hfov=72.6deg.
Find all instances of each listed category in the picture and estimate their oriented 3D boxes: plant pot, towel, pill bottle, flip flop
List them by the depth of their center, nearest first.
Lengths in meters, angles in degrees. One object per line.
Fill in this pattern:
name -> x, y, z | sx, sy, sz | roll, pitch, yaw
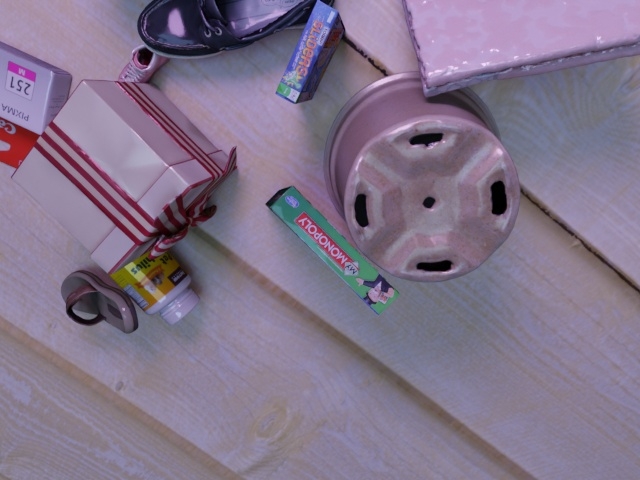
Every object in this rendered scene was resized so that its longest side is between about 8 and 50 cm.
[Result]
towel -> 0.274, -0.364, 0.611 | 0.317, 0.053, 0.331 | -9, 66, 10
plant pot -> 0.156, -0.096, 0.689 | 0.334, 0.305, 0.333 | 2, 109, 6
pill bottle -> -0.354, 0.072, 0.906 | 0.117, 0.117, 0.215 | -36, 102, 17
flip flop -> -0.485, 0.140, 0.919 | 0.277, 0.080, 0.112 | 14, 123, 36

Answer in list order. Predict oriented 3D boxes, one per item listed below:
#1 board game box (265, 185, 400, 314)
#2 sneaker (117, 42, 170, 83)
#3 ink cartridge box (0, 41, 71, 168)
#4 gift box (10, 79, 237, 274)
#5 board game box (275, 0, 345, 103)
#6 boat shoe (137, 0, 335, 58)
board game box -> 0.000, 0.000, 0.737 | 0.046, 0.317, 0.213 | -45, 99, -2
sneaker -> -0.335, -0.312, 0.793 | 0.134, 0.070, 0.051 | -36, 105, 17
ink cartridge box -> -0.653, -0.270, 0.851 | 0.275, 0.060, 0.238 | 24, 109, -2
gift box -> -0.307, -0.118, 0.763 | 0.276, 0.255, 0.258 | -39, 99, 23
board game box -> -0.011, -0.291, 0.693 | 0.035, 0.201, 0.136 | 28, 111, -4
boat shoe -> -0.142, -0.377, 0.703 | 0.340, 0.113, 0.127 | -6, 104, 0
